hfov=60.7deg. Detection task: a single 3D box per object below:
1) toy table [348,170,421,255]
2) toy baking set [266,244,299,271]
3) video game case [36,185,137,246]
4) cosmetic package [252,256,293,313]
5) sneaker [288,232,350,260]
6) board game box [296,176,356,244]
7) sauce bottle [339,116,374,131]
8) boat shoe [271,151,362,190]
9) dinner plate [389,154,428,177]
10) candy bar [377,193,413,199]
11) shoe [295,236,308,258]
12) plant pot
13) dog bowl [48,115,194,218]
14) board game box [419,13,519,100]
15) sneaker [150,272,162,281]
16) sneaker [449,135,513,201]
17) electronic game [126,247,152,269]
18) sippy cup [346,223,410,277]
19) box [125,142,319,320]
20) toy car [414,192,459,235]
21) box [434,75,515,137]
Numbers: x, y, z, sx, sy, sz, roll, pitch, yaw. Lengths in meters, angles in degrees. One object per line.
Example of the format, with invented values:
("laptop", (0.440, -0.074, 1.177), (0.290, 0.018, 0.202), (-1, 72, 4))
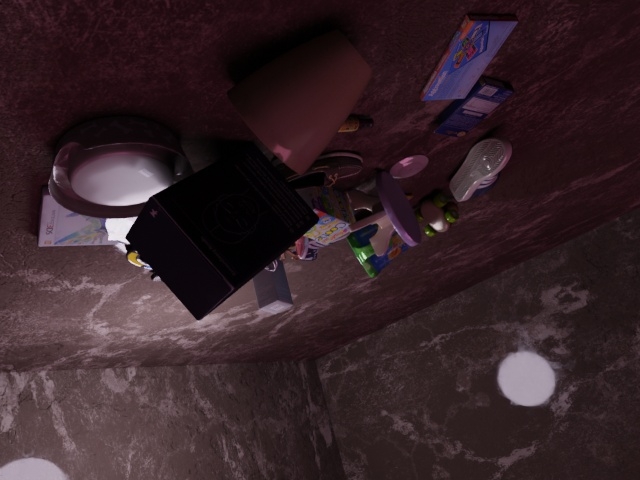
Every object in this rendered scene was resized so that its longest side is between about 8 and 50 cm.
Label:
("toy table", (0.215, -0.084, 1.894), (0.161, 0.274, 0.252), (-27, 165, 30))
("toy baking set", (-0.183, 0.031, 2.068), (0.256, 0.030, 0.196), (-22, 122, 18))
("video game case", (-0.660, -0.066, 1.640), (0.329, 0.036, 0.300), (-2, 153, -31))
("cosmetic package", (-0.203, 0.162, 2.209), (0.107, 0.237, 0.127), (-28, 152, 20))
("sneaker", (0.000, 0.000, 2.145), (0.283, 0.099, 0.153), (-15, 153, 15))
("board game box", (-0.014, -0.102, 1.852), (0.142, 0.144, 0.275), (-28, 155, 25))
("sauce bottle", (0.088, -0.329, 1.541), (0.128, 0.042, 0.042), (-10, 156, -19))
("boat shoe", (-0.004, -0.207, 1.689), (0.305, 0.091, 0.109), (-7, 155, -20))
("dinner plate", (0.309, -0.250, 1.897), (0.141, 0.017, 0.141), (-15, 158, -6))
("candy bar", (0.283, -0.163, 2.072), (0.162, 0.018, 0.040), (-4, 157, -28))
("shoe", (-0.089, -0.021, 1.981), (0.081, 0.177, 0.063), (1, -171, -26))
("plant pot", (-0.024, -0.337, 1.243), (0.274, 0.256, 0.256), (-41, 151, 12))
("dog bowl", (-0.506, -0.183, 1.396), (0.349, 0.102, 0.348), (-14, 158, -6))
("board game box", (0.380, -0.471, 1.430), (0.145, 0.027, 0.281), (-9, 156, -21))
("sneaker", (-0.569, 0.151, 2.137), (0.178, 0.077, 0.072), (1, 150, -34))
("sneaker", (0.598, -0.264, 1.940), (0.148, 0.131, 0.350), (-15, 164, -21))
("electronic game", (-0.565, 0.061, 1.925), (0.230, 0.048, 0.229), (-1, 157, -1))
("sippy cup", (0.240, -0.005, 2.167), (0.224, 0.305, 0.240), (-31, 127, 7))
("box", (-0.248, -0.034, 1.455), (0.212, 0.293, 0.395), (-41, 180, 43))
("toy car", (0.499, -0.129, 2.208), (0.188, 0.149, 0.155), (-35, 177, -40))
("box", (0.451, -0.395, 1.638), (0.137, 0.036, 0.225), (1, 150, -35))
